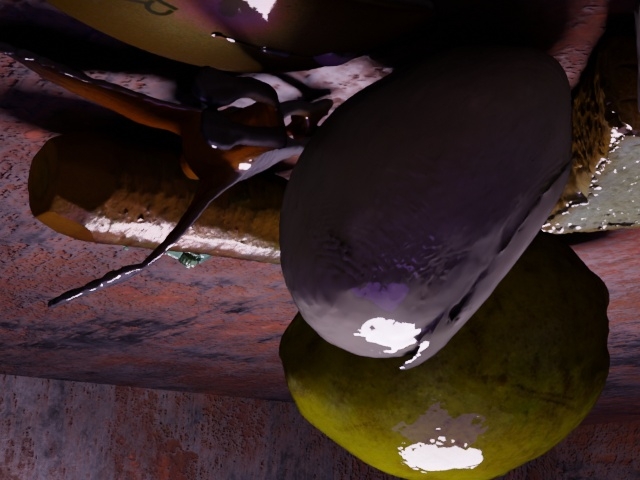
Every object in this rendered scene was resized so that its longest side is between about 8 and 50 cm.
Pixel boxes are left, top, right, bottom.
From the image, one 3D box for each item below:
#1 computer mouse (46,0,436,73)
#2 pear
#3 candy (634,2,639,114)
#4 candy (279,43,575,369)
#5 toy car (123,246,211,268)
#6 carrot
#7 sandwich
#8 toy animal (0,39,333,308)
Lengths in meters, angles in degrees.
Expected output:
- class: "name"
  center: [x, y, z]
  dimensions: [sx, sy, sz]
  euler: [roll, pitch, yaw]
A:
- class: "computer mouse"
  center: [-0.063, -0.167, 0.717]
  dimensions: [0.310, 0.072, 0.158]
  euler: [13, 163, -39]
- class: "pear"
  center: [0.160, 0.135, 1.341]
  dimensions: [0.413, 0.352, 0.352]
  euler: [-9, 164, 2]
- class: "candy"
  center: [0.282, -0.102, 0.697]
  dimensions: [0.137, 0.195, 0.185]
  euler: [-2, 161, 3]
- class: "candy"
  center: [0.080, -0.039, 0.857]
  dimensions: [0.185, 0.295, 0.295]
  euler: [35, 168, 9]
- class: "toy car"
  center: [-0.173, -0.030, 1.235]
  dimensions: [0.093, 0.058, 0.186]
  euler: [-52, 143, 12]
- class: "carrot"
  center: [-0.147, -0.041, 1.117]
  dimensions: [0.302, 0.114, 0.114]
  euler: [9, 163, -39]
- class: "sandwich"
  center: [0.325, -0.085, 0.931]
  dimensions: [0.249, 0.095, 0.273]
  euler: [0, 165, -2]
- class: "toy animal"
  center: [-0.077, -0.095, 0.881]
  dimensions: [0.284, 0.225, 0.302]
  euler: [-12, -178, 43]
